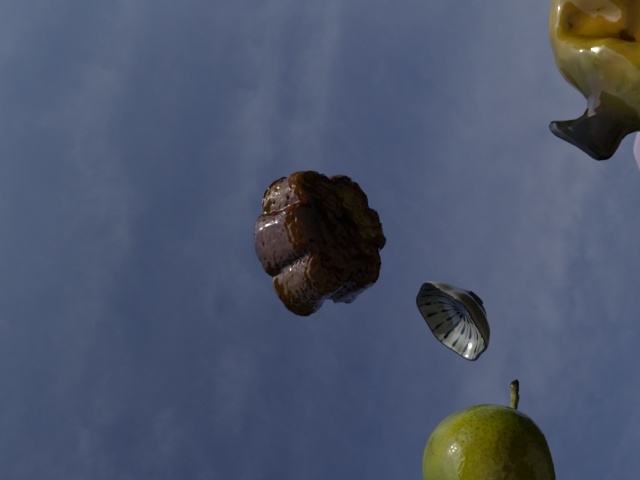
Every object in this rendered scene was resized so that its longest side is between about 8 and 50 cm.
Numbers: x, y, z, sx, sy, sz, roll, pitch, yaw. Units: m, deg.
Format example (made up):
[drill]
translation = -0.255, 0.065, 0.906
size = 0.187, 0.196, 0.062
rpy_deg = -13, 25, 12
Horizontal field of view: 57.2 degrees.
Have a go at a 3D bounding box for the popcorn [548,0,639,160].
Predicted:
[popcorn]
translation = 0.243, -0.147, 0.309
size = 0.281, 0.316, 0.297
rpy_deg = -44, -108, 8

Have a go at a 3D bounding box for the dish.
[dish]
translation = 0.283, 0.150, 1.197
size = 0.066, 0.190, 0.191
rpy_deg = -33, -77, -22

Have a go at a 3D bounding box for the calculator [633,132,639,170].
[calculator]
translation = 0.376, -0.002, 0.529
size = 0.051, 0.173, 0.293
rpy_deg = -18, -95, -2

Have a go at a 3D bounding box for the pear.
[pear]
translation = 0.230, 0.280, 0.770
size = 0.166, 0.180, 0.216
rpy_deg = 29, -108, 18

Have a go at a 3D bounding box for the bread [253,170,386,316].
[bread]
translation = 0.007, -0.007, 1.024
size = 0.232, 0.135, 0.247
rpy_deg = -10, -104, -42
